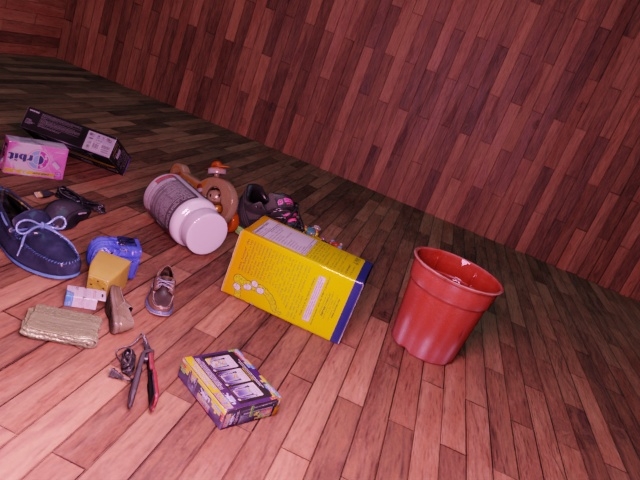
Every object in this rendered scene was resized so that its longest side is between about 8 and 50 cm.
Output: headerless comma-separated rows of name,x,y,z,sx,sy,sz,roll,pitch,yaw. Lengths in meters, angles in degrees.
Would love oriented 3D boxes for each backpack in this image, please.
backpack,-0.514,0.042,1.439,0.120,0.098,0.101,10,25,-34

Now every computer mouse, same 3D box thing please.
computer mouse,-0.751,-0.111,1.670,0.183,0.060,0.262,23,18,2

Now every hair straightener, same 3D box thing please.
hair straightener,-0.361,0.243,1.118,0.088,0.047,0.230,14,19,-22

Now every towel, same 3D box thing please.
towel,-0.523,0.173,1.171,0.148,0.027,0.110,13,19,-19

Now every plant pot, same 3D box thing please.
plant pot,-0.506,0.087,1.357,0.081,0.082,0.083,20,28,-3
plant pot,0.346,0.196,1.680,0.272,0.265,0.272,20,19,-7

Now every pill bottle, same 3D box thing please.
pill bottle,-0.418,-0.081,1.791,0.161,0.161,0.283,3,26,-44

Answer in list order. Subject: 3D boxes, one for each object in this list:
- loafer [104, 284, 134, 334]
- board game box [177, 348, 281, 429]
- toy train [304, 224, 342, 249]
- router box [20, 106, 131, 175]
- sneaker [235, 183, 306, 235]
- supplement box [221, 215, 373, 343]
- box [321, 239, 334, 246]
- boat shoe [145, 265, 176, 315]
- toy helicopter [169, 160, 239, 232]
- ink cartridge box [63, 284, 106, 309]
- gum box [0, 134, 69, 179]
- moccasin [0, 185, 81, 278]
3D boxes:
loafer,-0.443,0.154,1.277,0.050,0.056,0.148,11,31,-30
board game box,-0.184,0.295,1.167,0.141,0.048,0.170,-1,29,-44
toy train,0.000,0.000,2.211,0.125,0.046,0.166,4,28,-45
router box,-0.845,-0.341,2.027,0.308,0.081,0.243,20,-10,-5
sneaker,-0.139,-0.047,1.935,0.482,0.202,0.185,35,23,35
supplement box,-0.060,0.102,1.614,0.356,0.195,0.194,24,18,7
box,-0.001,0.038,2.067,0.052,0.062,0.083,30,21,29
boat shoe,-0.387,0.118,1.412,0.066,0.066,0.183,14,20,-21
toy helicopter,-0.406,-0.189,1.989,0.355,0.235,0.140,34,22,34
ink cartridge box,-0.524,0.129,1.291,0.083,0.028,0.048,13,20,-24
gum box,-0.917,-0.265,1.846,0.188,0.107,0.062,4,24,-42
moccasin,-0.705,-0.024,1.384,0.341,0.117,0.137,28,20,20
